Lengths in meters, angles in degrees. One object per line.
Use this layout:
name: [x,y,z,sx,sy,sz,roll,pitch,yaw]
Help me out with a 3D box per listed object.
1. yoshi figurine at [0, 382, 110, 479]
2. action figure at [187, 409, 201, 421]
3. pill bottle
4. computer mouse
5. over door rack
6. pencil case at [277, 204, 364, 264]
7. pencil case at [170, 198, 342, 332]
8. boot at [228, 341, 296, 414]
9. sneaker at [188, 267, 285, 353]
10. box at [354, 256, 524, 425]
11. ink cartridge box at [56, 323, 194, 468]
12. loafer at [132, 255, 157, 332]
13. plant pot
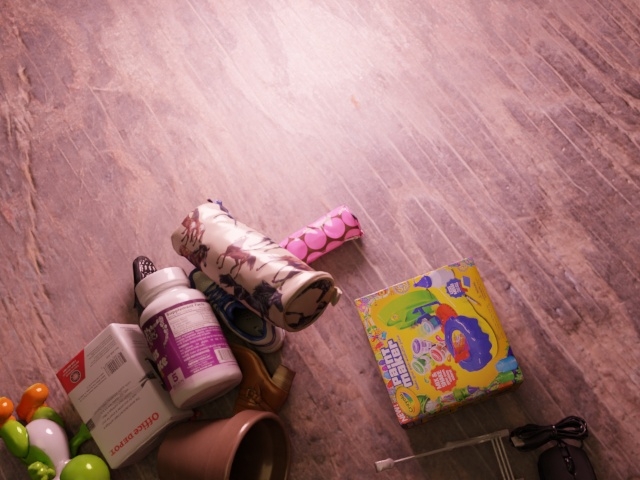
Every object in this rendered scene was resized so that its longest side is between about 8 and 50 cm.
yoshi figurine: [-0.595,0.485,1.720,0.204,0.203,0.362,-41,75,-12]
action figure: [-0.339,0.421,1.785,0.115,0.030,0.038,-11,67,3]
pill bottle: [-0.312,0.219,1.724,0.169,0.169,0.301,-28,71,-1]
computer mouse: [0.519,0.516,1.587,0.189,0.072,0.272,-7,74,-14]
over door rack: [0.281,0.551,1.596,0.325,0.108,0.239,-10,71,-17]
pencil case: [0.000,0.000,1.832,0.209,0.095,0.098,-32,72,0]
pencil case: [-0.152,0.056,1.739,0.410,0.159,0.184,32,40,31]
boot: [-0.171,0.336,1.765,0.197,0.073,0.152,26,82,18]
sneaker: [-0.207,0.148,1.796,0.296,0.131,0.111,35,83,18]
box: [0.260,0.234,1.677,0.279,0.177,0.289,-21,71,3]
ink cartridge box: [-0.454,0.359,1.751,0.197,0.114,0.272,-41,70,11]
loafer: [-0.431,0.147,1.855,0.078,0.076,0.223,-24,73,25]
plant pot: [-0.224,0.490,1.653,0.229,0.263,0.262,3,73,29]
